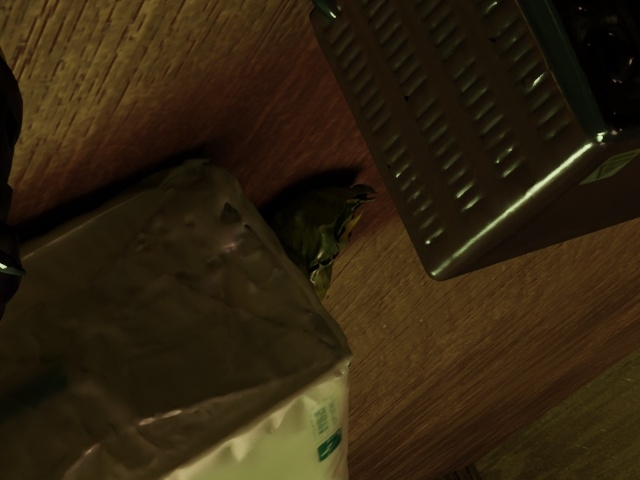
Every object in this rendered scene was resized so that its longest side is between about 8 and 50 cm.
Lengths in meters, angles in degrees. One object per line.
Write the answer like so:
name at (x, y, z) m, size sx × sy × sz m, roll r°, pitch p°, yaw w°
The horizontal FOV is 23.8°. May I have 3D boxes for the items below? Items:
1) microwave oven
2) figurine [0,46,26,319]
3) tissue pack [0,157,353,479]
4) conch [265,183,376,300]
microwave oven at (0.151, -0.115, 0.776) m, size 0.247 × 0.178 × 0.188 m, roll -17°, pitch 162°, yaw -31°
figurine at (-0.186, 0.032, 0.337) m, size 0.241 × 0.412 × 0.306 m, roll -27°, pitch 135°, yaw 21°
tissue pack at (-0.138, 0.149, 1.030) m, size 0.297 × 0.207 × 0.380 m, roll -29°, pitch 157°, yaw -11°
conch at (0.000, 0.000, 1.094) m, size 0.121 × 0.074 × 0.089 m, roll -43°, pitch -165°, yaw -24°
